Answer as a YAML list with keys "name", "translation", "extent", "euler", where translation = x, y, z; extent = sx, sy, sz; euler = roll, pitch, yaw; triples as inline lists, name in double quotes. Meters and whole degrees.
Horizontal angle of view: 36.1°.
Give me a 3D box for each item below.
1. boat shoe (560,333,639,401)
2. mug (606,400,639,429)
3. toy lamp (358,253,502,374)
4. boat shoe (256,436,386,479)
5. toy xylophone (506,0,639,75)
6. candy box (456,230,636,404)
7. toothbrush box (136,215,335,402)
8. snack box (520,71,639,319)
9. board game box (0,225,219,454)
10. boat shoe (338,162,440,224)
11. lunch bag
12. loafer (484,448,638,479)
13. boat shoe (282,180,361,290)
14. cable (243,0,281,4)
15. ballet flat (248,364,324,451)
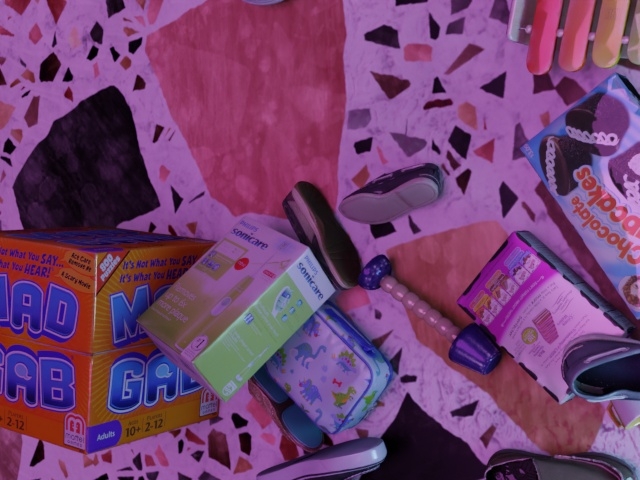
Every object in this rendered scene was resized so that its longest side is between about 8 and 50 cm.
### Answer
- name: "boat shoe"
  translation: [0.504, 0.193, 1.392]
  extent: [0.319, 0.099, 0.116]
  euler: [1, 106, 17]
- name: "mug"
  translation: [0.462, 0.247, 1.487]
  extent: [0.078, 0.062, 0.064]
  euler: [-42, 61, 21]
- name: "toy lamp"
  translation: [0.187, 0.126, 1.658]
  extent: [0.274, 0.080, 0.080]
  euler: [40, 113, 28]
- name: "boat shoe"
  translation: [0.008, 0.435, 1.769]
  extent: [0.306, 0.113, 0.105]
  euler: [-26, 84, 35]
- name: "toy xylophone"
  translation: [0.441, -0.364, 1.463]
  extent: [0.322, 0.081, 0.236]
  euler: [5, 94, 33]
- name: "candy box"
  translation: [0.352, 0.117, 1.547]
  extent: [0.233, 0.071, 0.159]
  euler: [46, 114, 24]
- name: "toothbrush box"
  translation: [-0.150, 0.115, 1.739]
  extent: [0.283, 0.122, 0.206]
  euler: [-43, 38, -17]
- name: "snack box"
  translation: [0.465, -0.067, 1.471]
  extent: [0.187, 0.060, 0.322]
  euler: [-41, 70, 29]
- name: "board game box"
  translation: [-0.436, 0.169, 1.908]
  extent: [0.356, 0.356, 0.357]
  euler: [7, 97, 33]
- name: "boat shoe"
  translation: [0.123, -0.084, 1.715]
  extent: [0.206, 0.075, 0.065]
  euler: [-16, 40, 39]
- name: "lunch bag"
  translation: [0.015, 0.223, 1.767]
  extent: [0.219, 0.090, 0.176]
  euler: [43, 114, 26]
- name: "loafer"
  translation: [0.367, 0.381, 1.537]
  extent: [0.251, 0.087, 0.095]
  euler: [-5, 89, 34]
- name: "boat shoe"
  translation: [-0.001, 0.000, 1.782]
  extent: [0.073, 0.080, 0.224]
  euler: [-41, 67, 37]
- name: "cable"
  translation: [-0.106, -0.566, 1.818]
  extent: [0.257, 0.089, 0.257]
  euler: [-47, 67, 26]
- name: "ballet flat"
  translation: [-0.067, 0.322, 1.852]
  extent: [0.206, 0.073, 0.067]
  euler: [52, 145, 24]
